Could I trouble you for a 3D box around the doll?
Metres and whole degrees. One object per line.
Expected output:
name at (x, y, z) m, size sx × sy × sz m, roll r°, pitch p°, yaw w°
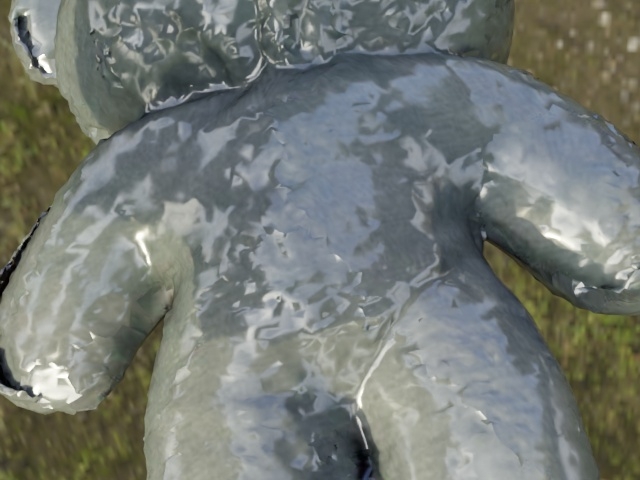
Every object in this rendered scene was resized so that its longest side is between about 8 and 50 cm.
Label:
doll at (0.001, 0.000, 0.665) m, size 0.246 × 0.158 × 0.340 m, roll -19°, pitch 68°, yaw 6°
